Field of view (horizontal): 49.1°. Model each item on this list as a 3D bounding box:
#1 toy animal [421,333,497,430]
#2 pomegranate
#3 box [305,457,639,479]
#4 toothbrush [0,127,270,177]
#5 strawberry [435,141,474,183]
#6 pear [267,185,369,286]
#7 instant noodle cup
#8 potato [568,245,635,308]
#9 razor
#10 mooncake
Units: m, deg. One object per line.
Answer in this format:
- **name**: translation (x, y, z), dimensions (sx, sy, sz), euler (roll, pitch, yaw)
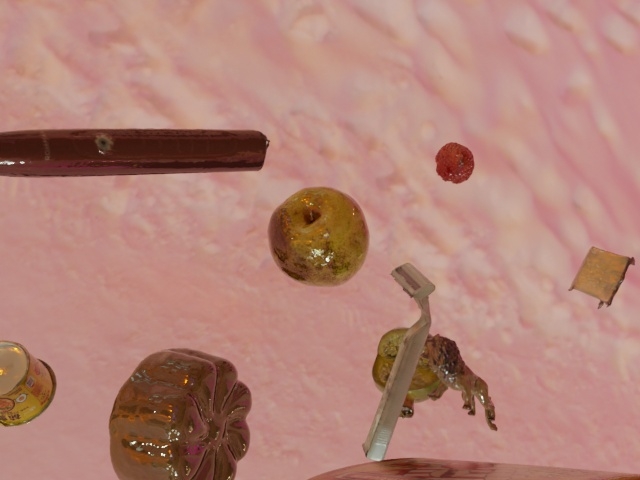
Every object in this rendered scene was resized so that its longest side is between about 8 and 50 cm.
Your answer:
- **toy animal**: translation (0.230, 0.244, 1.123), dimensions (0.086, 0.069, 0.220), euler (-51, 119, -27)
- **pomegranate**: translation (0.169, 0.251, 1.306), dimensions (0.122, 0.143, 0.169), euler (52, 37, -61)
- **box**: translation (0.162, 0.331, 0.685), dimensions (0.259, 0.283, 0.214), euler (11, 72, -38)
- **toothbrush**: translation (-0.209, -0.071, 0.563), dimensions (0.363, 0.041, 0.041), euler (-5, 74, -31)
- **strawberry**: translation (0.230, -0.134, 1.200), dimensions (0.073, 0.073, 0.083), euler (65, 8, 4)
- **pear**: translation (0.000, 0.000, 1.347), dimensions (0.197, 0.197, 0.197), euler (14, 64, -31)
- **instant noodle cup**: translation (-0.735, 0.329, 1.654), dimensions (0.182, 0.144, 0.182), euler (1, 57, -1)
- **potato**: translation (0.398, 0.051, 1.002), dimensions (0.061, 0.086, 0.122), euler (28, 6, 17)
- **razor**: translation (0.111, 0.177, 0.977), dimensions (0.056, 0.111, 0.278), euler (8, 102, -11)
- **mooncake**: translation (-0.317, 0.449, 1.692), dimensions (0.378, 0.200, 0.379), euler (-15, 107, -61)
